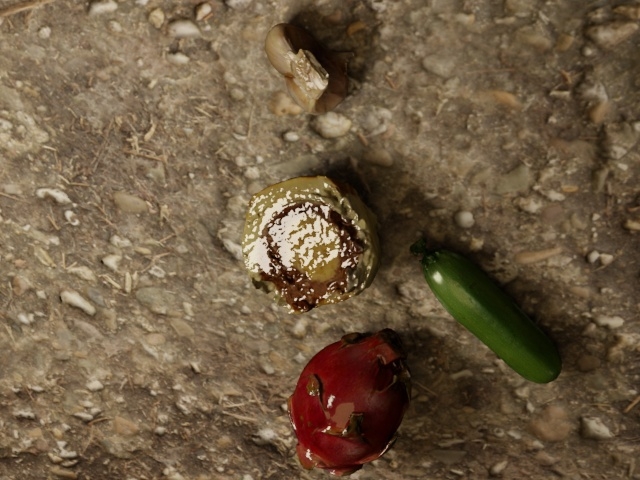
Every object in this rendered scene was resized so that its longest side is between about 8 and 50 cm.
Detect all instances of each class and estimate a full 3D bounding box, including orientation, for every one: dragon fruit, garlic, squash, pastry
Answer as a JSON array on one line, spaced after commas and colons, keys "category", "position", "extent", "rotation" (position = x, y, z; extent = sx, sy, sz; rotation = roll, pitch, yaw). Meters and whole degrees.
[{"category": "dragon fruit", "position": [0.056, 0.316, 1.974], "extent": [0.250, 0.250, 0.315], "rotation": [42, 130, -9]}, {"category": "garlic", "position": [-0.022, -0.296, 1.721], "extent": [0.124, 0.099, 0.174], "rotation": [-24, 107, 49]}, {"category": "squash", "position": [0.307, 0.133, 1.865], "extent": [0.379, 0.101, 0.101], "rotation": [45, 123, -9]}, {"category": "pastry", "position": [-0.008, -0.004, 1.849], "extent": [0.256, 0.170, 0.236], "rotation": [-19, 93, 31]}]
